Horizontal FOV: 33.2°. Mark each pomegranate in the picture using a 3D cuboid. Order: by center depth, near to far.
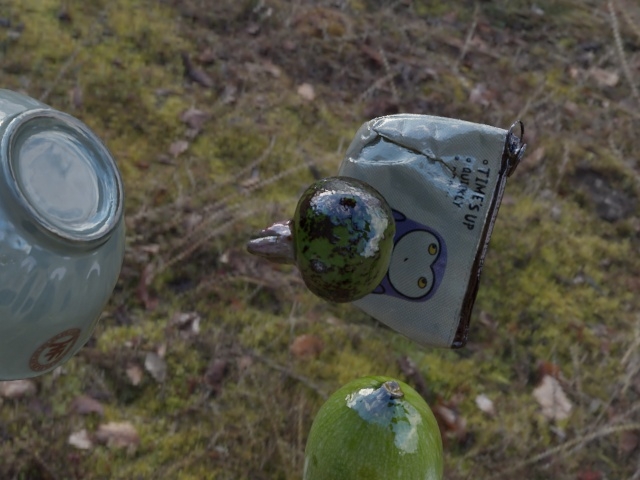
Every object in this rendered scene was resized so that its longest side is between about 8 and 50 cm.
[{"bbox_3d":[0.009,-0.003,1.185,0.163,0.138,0.125,6,17,41],"label":"pomegranate"}]

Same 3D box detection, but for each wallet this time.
[{"bbox_3d":[0.133,-0.029,1.501,0.275,0.335,0.068,19,9,30],"label":"wallet"}]

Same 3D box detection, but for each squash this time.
[{"bbox_3d":[0.046,0.177,0.853,0.123,0.186,0.123,1,50,-1],"label":"squash"}]

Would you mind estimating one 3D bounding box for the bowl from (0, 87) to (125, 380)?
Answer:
[{"bbox_3d":[-0.305,-0.038,1.099,0.337,0.157,0.337,31,46,-39],"label":"bowl"}]
